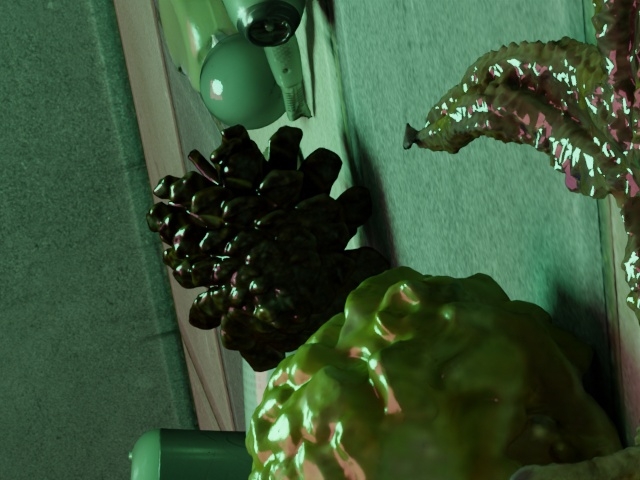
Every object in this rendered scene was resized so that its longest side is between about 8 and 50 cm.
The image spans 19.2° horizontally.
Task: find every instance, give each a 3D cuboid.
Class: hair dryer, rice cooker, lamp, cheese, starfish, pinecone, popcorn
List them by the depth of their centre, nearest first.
[{"bbox_3d":[0.131,-0.058,0.892,0.384,0.132,0.398,97,172,-46],"label":"starfish"},{"bbox_3d":[0.082,0.129,1.226,0.259,0.259,0.212,-131,44,-70],"label":"popcorn"},{"bbox_3d":[-0.053,-0.006,1.785,0.201,0.202,0.229,41,147,45],"label":"pinecone"},{"bbox_3d":[-0.054,-0.262,1.857,0.267,0.092,0.229,74,-174,-73],"label":"hair dryer"},{"bbox_3d":[-0.077,-0.166,1.986,0.105,0.105,0.105,166,90,-80],"label":"lamp"},{"bbox_3d":[-0.127,-0.234,2.251,0.286,0.082,0.163,-122,20,-59],"label":"cheese"},{"bbox_3d":[-0.131,0.398,2.608,0.288,0.277,0.288,-177,90,-85],"label":"rice cooker"}]

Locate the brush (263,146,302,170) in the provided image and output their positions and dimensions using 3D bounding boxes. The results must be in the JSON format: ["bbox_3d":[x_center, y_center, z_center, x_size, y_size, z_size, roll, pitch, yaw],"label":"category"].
[{"bbox_3d":[0.000,0.000,2.011,0.039,0.042,0.299,65,179,-52],"label":"brush"}]

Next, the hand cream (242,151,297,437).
[{"bbox_3d":[-0.043,0.082,2.193,0.185,0.118,0.359,-79,-17,-80],"label":"hand cream"}]
